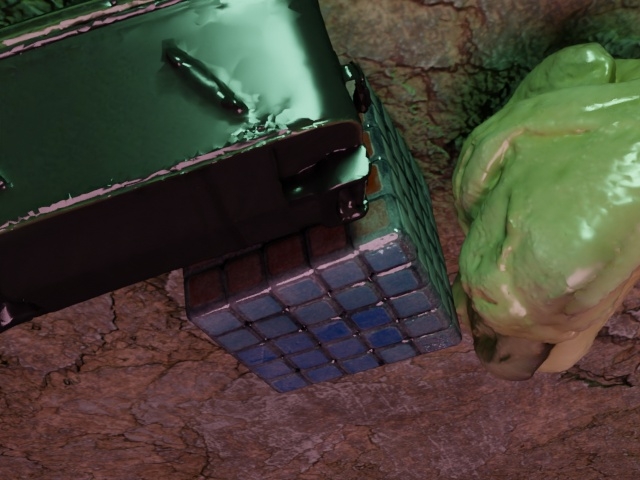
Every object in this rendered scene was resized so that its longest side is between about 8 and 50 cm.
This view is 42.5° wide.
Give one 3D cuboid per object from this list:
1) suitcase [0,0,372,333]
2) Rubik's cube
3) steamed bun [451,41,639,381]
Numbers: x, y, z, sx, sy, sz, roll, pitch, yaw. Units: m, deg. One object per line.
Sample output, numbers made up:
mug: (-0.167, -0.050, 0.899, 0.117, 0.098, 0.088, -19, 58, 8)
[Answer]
suitcase: (-0.170, -0.058, 0.653, 0.433, 0.194, 0.283, -17, 168, 0)
Rubik's cube: (0.000, 0.000, 0.903, 0.237, 0.238, 0.237, -20, 144, 16)
steamed bun: (0.252, -0.031, 0.870, 0.230, 0.325, 0.372, 34, 163, 16)
